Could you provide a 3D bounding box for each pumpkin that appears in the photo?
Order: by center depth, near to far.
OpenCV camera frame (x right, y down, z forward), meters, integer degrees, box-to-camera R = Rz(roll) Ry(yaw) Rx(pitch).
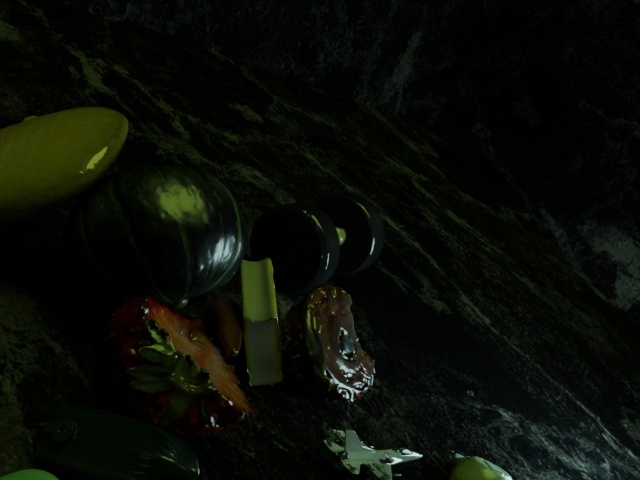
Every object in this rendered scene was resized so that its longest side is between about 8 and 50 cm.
[{"bbox_3d":[-0.289,0.009,1.551,0.323,0.323,0.241,-2,61,-53],"label":"pumpkin"}]

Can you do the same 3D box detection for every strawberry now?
[{"bbox_3d":[-0.250,0.203,1.417,0.253,0.150,0.280,47,0,-24],"label":"strawberry"}]

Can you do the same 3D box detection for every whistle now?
[{"bbox_3d":[0.280,0.450,1.634,0.122,0.123,0.223,27,1,-7],"label":"whistle"}]

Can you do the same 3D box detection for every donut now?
[{"bbox_3d":[0.009,0.207,1.705,0.230,0.096,0.216,65,31,-9],"label":"donut"}]

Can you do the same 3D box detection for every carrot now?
[{"bbox_3d":[-0.172,0.156,1.621,0.069,0.069,0.336,26,3,-10],"label":"carrot"}]

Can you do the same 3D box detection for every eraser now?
[{"bbox_3d":[-0.112,0.151,1.677,0.069,0.158,0.226,-6,29,-3],"label":"eraser"}]

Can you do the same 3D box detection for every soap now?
[{"bbox_3d":[-0.530,-0.119,1.537,0.306,0.427,0.115,-79,153,-58],"label":"soap"}]

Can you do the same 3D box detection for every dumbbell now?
[{"bbox_3d":[0.000,0.000,2.090,0.203,0.204,0.322,38,23,19],"label":"dumbbell"}]

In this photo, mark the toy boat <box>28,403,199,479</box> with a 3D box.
[{"bbox_3d":[-0.264,0.283,1.178,0.246,0.093,0.103,6,-29,26],"label":"toy boat"}]

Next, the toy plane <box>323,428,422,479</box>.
[{"bbox_3d":[0.095,0.387,1.558,0.234,0.082,0.160,30,6,-44],"label":"toy plane"}]

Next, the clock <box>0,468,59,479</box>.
[{"bbox_3d":[-0.339,0.370,1.042,0.211,0.066,0.159,42,25,25],"label":"clock"}]
